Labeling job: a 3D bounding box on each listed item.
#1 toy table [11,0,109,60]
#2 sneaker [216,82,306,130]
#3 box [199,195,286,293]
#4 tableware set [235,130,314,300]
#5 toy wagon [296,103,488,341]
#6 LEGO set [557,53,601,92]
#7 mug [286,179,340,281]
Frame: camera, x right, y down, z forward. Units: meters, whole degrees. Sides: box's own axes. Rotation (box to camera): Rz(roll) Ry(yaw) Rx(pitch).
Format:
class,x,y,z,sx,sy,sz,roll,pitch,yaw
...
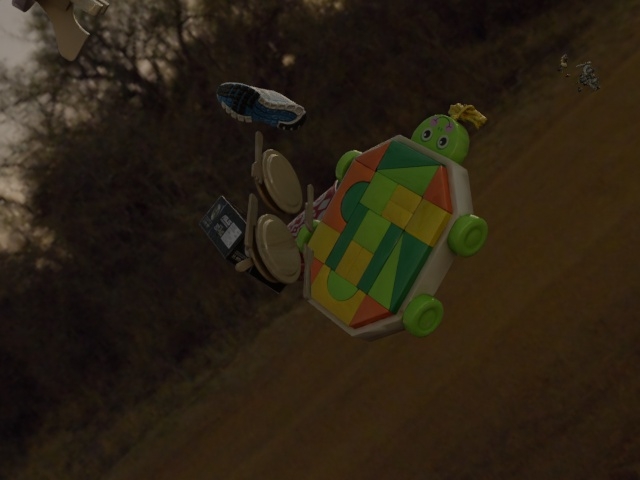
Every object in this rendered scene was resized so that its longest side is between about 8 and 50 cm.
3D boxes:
class,x,y,z,sx,sy,sz,roll,pitch,yaw
toy table,-0.518,-0.519,1.895,0.252,0.160,0.274,-54,17,20
sneaker,-0.125,-0.275,1.843,0.071,0.190,0.083,-62,31,21
box,-0.140,0.007,1.811,0.077,0.147,0.180,-51,32,4
tableware set,-0.059,-0.026,1.118,0.039,0.128,0.194,-23,44,26
toy wagon,0.105,-0.040,1.251,0.267,0.068,0.344,35,99,45
LEGO set,0.407,-0.258,1.425,0.023,0.083,0.054,162,116,-65
mug,-0.005,-0.009,1.532,0.169,0.113,0.150,-36,-3,28
